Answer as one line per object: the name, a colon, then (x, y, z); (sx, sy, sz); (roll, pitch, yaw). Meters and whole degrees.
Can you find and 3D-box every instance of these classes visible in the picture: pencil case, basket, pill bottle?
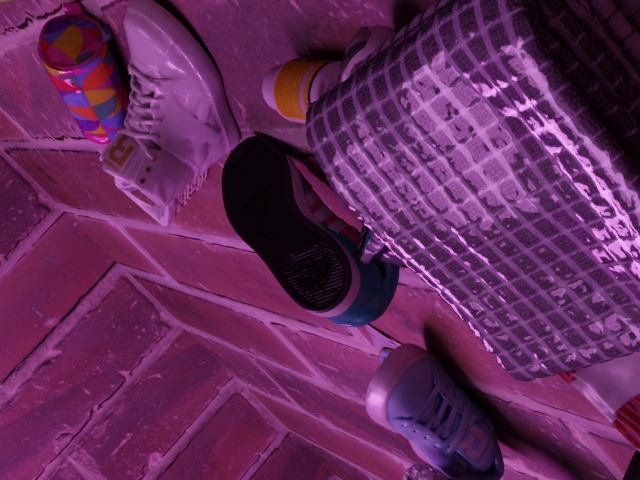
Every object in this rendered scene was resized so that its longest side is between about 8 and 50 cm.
pencil case: (-0.326, -0.229, 1.587); (0.104, 0.104, 0.236); (37, 162, 17)
basket: (-0.241, -0.107, 1.696); (0.113, 0.103, 0.167); (41, 164, 2)
pill bottle: (-0.009, -0.145, 1.091); (0.065, 0.065, 0.116); (50, 162, -30)

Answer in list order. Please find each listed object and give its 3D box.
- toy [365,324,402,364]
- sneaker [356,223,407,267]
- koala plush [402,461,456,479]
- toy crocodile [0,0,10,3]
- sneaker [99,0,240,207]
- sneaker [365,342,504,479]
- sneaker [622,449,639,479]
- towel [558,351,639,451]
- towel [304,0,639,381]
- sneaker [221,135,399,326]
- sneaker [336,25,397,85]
toy: (0.137, 0.240, 1.823); (0.137, 0.056, 0.237); (27, 160, 38)
sneaker: (0.105, -0.023, 1.182); (0.098, 0.083, 0.224); (15, 164, -4)
koala plush: (0.217, 0.419, 1.634); (0.221, 0.203, 0.196); (26, 156, 27)
toy crocodile: (-0.471, -0.431, 1.384); (0.115, 0.105, 0.340); (-18, 130, 23)
sneaker: (-0.206, -0.151, 1.367); (0.108, 0.169, 0.292); (35, 162, 30)
sneaker: (0.192, 0.266, 1.650); (0.150, 0.135, 0.366); (24, 168, 34)
sneaker: (0.469, 0.372, 1.252); (0.257, 0.169, 0.447); (21, 164, 33)
towel: (0.303, 0.093, 0.865); (0.329, 0.037, 0.237); (43, 137, -5)
towel: (0.149, -0.034, 0.745); (0.284, 0.121, 0.235); (49, 142, -9)
sneaker: (0.000, 0.000, 1.388); (0.178, 0.124, 0.295); (33, -161, -50)
sneaker: (0.118, -0.074, 0.961); (0.129, 0.111, 0.297); (4, 147, 41)
